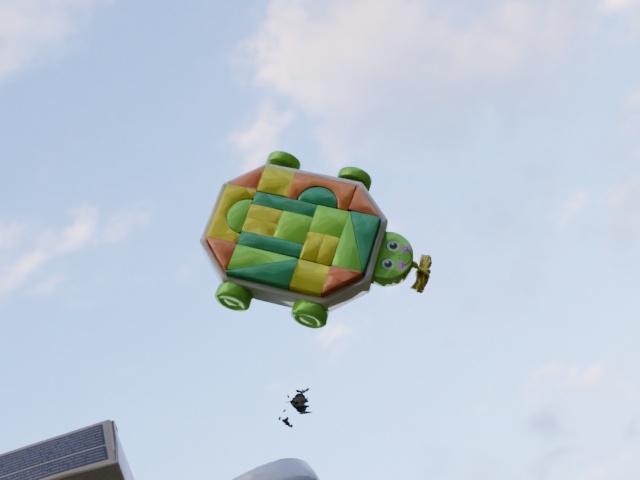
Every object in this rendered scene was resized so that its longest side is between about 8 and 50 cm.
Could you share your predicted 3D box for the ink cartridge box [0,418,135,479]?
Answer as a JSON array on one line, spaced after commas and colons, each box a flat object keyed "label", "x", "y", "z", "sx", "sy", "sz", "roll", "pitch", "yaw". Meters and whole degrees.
[{"label": "ink cartridge box", "x": -0.301, "y": 0.350, "z": 1.283, "sx": 0.193, "sy": 0.088, "sz": 0.235, "roll": -17, "pitch": -61, "yaw": -7}]

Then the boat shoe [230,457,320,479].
[{"label": "boat shoe", "x": -0.110, "y": 0.366, "z": 1.005, "sx": 0.367, "sy": 0.156, "sz": 0.136, "roll": -45, "pitch": -36, "yaw": 15}]

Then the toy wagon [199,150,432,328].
[{"label": "toy wagon", "x": 0.000, "y": 0.000, "z": 1.643, "sx": 0.344, "sy": 0.267, "sz": 0.068, "roll": 12, "pitch": -29, "yaw": 11}]

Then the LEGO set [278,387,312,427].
[{"label": "LEGO set", "x": -0.046, "y": 0.304, "z": 1.980, "sx": 0.083, "sy": 0.054, "sz": 0.023, "roll": -34, "pitch": -16, "yaw": -24}]
